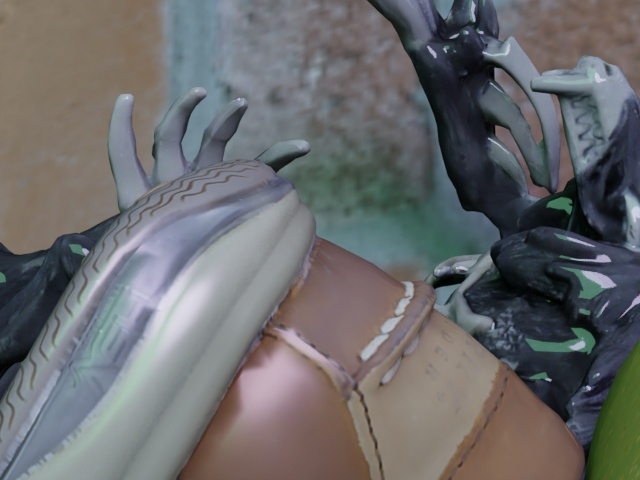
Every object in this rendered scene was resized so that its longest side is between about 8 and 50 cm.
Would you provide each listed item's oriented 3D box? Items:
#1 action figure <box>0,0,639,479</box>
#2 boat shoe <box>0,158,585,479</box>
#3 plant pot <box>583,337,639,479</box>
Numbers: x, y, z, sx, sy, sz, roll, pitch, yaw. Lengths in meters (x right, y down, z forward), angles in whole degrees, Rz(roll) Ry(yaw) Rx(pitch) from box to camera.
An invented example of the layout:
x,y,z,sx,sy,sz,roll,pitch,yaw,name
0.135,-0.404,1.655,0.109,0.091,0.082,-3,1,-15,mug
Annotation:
x,y,z,sx,sy,sz,roll,pitch,yaw,name
0.000,0.000,0.505,0.276,0.141,0.164,-9,21,22,action figure
-0.057,0.146,0.392,0.116,0.123,0.324,29,100,-3,boat shoe
0.140,0.117,0.301,0.275,0.274,0.293,-23,32,4,plant pot
